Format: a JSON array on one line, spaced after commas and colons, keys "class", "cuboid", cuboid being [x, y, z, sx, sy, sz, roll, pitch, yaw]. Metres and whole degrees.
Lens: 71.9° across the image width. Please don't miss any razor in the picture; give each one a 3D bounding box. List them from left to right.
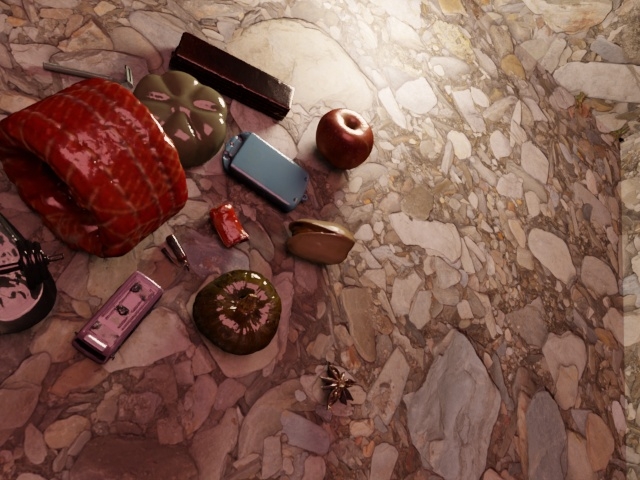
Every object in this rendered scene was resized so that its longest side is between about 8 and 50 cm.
[{"class": "razor", "cuboid": [-0.612, -0.442, 1.169, 0.211, 0.035, 0.084, -1, 48, -25]}]

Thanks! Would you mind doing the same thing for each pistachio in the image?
[{"class": "pistachio", "cuboid": [0.000, 0.000, 1.297, 0.206, 0.131, 0.129, 13, 57, -22]}]

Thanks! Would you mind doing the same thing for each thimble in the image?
[{"class": "thimble", "cuboid": [-0.482, -0.146, 0.946, 0.350, 0.350, 0.230, 46, 53, -7]}]

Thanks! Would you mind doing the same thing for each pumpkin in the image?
[{"class": "pumpkin", "cuboid": [-0.192, 0.172, 1.094, 0.219, 0.162, 0.218, 13, 61, -24]}]

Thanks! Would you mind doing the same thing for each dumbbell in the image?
[{"class": "dumbbell", "cuboid": [-0.583, 0.054, 0.801, 0.209, 0.099, 0.099, -16, 80, -34]}]

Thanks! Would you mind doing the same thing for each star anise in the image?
[{"class": "star anise", "cuboid": [0.040, 0.405, 1.199, 0.124, 0.056, 0.129, 39, 41, -10]}]

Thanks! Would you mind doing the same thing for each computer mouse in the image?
[{"class": "computer mouse", "cuboid": [-0.696, 0.032, 0.871, 0.374, 0.114, 0.203, 51, 57, -7]}]

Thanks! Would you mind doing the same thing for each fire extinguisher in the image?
[{"class": "fire extinguisher", "cuboid": [-0.369, 0.035, 1.119, 0.046, 0.032, 0.100, -23, 78, -46]}]

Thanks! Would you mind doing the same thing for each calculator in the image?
[{"class": "calculator", "cuboid": [-0.157, -0.207, 1.332, 0.293, 0.051, 0.172, 34, 56, -16]}]

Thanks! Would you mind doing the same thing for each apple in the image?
[{"class": "apple", "cuboid": [0.075, -0.331, 1.462, 0.201, 0.162, 0.201, 12, 56, -18]}]

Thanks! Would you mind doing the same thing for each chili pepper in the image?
[{"class": "chili pepper", "cuboid": [-0.251, -0.042, 1.201, 0.123, 0.073, 0.070, 63, 12, 2]}]

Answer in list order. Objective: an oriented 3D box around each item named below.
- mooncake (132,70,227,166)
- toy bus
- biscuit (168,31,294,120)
[{"class": "mooncake", "cuboid": [-0.383, -0.333, 1.200, 0.275, 0.135, 0.274, 10, 65, -23]}, {"class": "toy bus", "cuboid": [-0.442, 0.169, 0.974, 0.096, 0.108, 0.198, 40, 56, -11]}, {"class": "biscuit", "cuboid": [-0.266, -0.505, 1.373, 0.389, 0.073, 0.107, 20, 61, -22]}]
